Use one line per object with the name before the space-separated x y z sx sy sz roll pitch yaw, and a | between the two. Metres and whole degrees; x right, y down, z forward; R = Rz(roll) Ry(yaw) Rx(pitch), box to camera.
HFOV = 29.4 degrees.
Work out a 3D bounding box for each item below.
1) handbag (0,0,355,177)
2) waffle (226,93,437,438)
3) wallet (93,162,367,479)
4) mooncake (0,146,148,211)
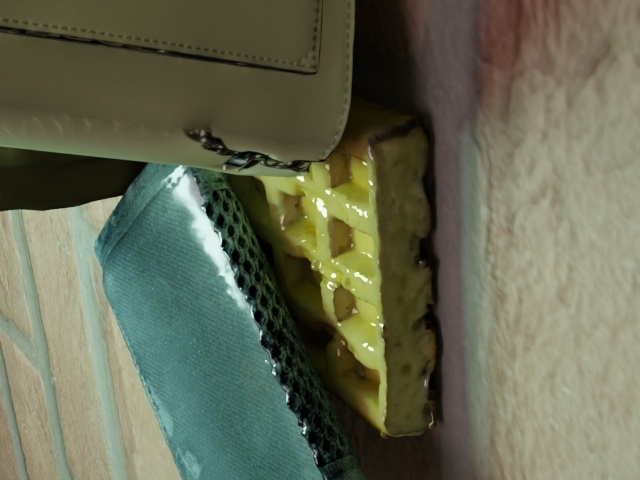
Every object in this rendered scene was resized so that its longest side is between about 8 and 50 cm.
handbag | -0.162 -0.167 0.730 0.160 0.358 0.237 -17 72 58
waffle | 0.000 0.000 0.911 0.221 0.055 0.248 29 131 51
wallet | -0.072 0.105 0.979 0.342 0.075 0.237 65 147 15
mooncake | -0.233 -0.210 0.998 0.378 0.200 0.379 174 90 -70
